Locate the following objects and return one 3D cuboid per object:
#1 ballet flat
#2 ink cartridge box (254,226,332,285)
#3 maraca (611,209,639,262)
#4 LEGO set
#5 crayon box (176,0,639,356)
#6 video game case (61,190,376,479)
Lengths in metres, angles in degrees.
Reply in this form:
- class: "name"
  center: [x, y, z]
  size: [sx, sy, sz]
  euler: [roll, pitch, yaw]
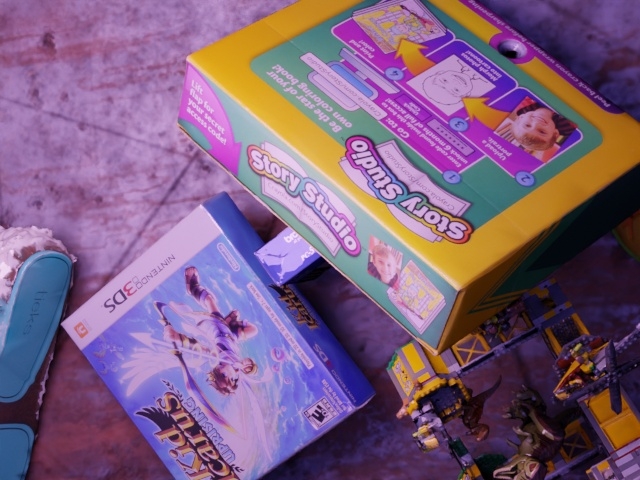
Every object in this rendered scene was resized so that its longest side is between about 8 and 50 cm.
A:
- class: "ballet flat"
  center: [-0.380, 0.173, 1.837]
  size: [0.147, 0.147, 0.409]
  euler: [18, 91, 6]
- class: "ink cartridge box"
  center: [0.000, 0.000, 1.723]
  size: [0.097, 0.207, 0.046]
  euler: [-36, 85, 7]
- class: "maraca"
  center: [0.352, -0.042, 1.735]
  size: [0.185, 0.099, 0.127]
  euler: [38, 95, 31]
- class: "LEGO set"
  center: [0.227, 0.208, 1.644]
  size: [0.255, 0.331, 0.192]
  euler: [-24, 44, -3]
- class: "crayon box"
  center: [0.096, -0.101, 1.619]
  size: [0.313, 0.106, 0.363]
  euler: [-32, 62, -33]
- class: "video game case"
  center: [-0.114, 0.126, 1.774]
  size: [0.244, 0.061, 0.269]
  euler: [-39, 87, 31]
